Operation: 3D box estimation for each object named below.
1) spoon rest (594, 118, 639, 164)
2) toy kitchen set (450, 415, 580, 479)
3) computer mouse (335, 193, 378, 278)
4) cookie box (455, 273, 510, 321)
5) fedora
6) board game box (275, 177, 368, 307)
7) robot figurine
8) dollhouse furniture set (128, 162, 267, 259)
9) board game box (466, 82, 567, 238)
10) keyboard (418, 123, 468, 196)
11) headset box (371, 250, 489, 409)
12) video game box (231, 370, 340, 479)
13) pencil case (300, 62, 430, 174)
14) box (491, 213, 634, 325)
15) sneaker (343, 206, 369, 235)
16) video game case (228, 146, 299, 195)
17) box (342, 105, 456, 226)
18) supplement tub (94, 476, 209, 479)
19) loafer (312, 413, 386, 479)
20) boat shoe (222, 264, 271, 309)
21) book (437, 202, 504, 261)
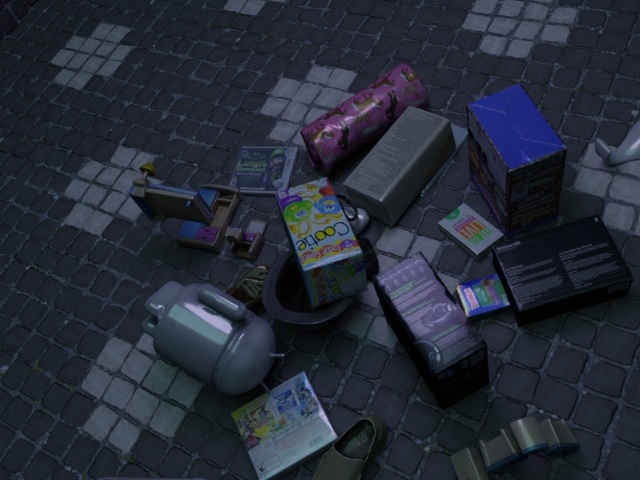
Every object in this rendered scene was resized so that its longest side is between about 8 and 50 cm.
[{"bbox_3d":[0.831,-0.261,1.640,0.276,0.084,0.137,-19,56,-12],"label":"spoon rest"},{"bbox_3d":[0.415,0.467,1.316,0.207,0.166,0.122,-43,48,33],"label":"toy kitchen set"},{"bbox_3d":[0.089,-0.011,1.670,0.071,0.041,0.242,-19,79,-10],"label":"computer mouse"},{"bbox_3d":[0.392,0.140,1.533,0.107,0.040,0.091,-18,57,6],"label":"cookie box"},{"bbox_3d":[-0.015,0.133,1.602,0.244,0.124,0.275,0,48,13],"label":"fedora"},{"bbox_3d":[0.000,0.000,1.536,0.142,0.144,0.275,-17,47,-5],"label":"board game box"},{"bbox_3d":[-0.254,0.235,1.518,0.353,0.300,0.200,27,42,12],"label":"robot figurine"},{"bbox_3d":[-0.314,-0.122,1.740,0.286,0.303,0.198,9,64,21],"label":"dollhouse furniture set"},{"bbox_3d":[0.474,-0.190,1.559,0.141,0.291,0.232,-21,57,2],"label":"board game box"},{"bbox_3d":[0.330,-0.231,1.796,0.072,0.014,0.256,27,70,34],"label":"keyboard"},{"bbox_3d":[0.243,0.196,1.418,0.131,0.246,0.283,-29,57,-3],"label":"headset box"},{"bbox_3d":[-0.083,0.438,1.485,0.205,0.048,0.187,-29,58,-3],"label":"video game box"},{"bbox_3d":[0.124,-0.350,1.833,0.386,0.167,0.160,-34,39,-5],"label":"pencil case"},{"bbox_3d":[0.560,0.070,1.490,0.261,0.103,0.184,-17,59,6],"label":"box"},{"bbox_3d":[0.014,-0.063,1.721,0.232,0.115,0.090,-4,59,14],"label":"sneaker"},{"bbox_3d":[-0.174,-0.212,1.923,0.190,0.022,0.173,3,60,18],"label":"video game case"},{"bbox_3d":[0.220,-0.206,1.736,0.148,0.121,0.311,31,73,36],"label":"box"},{"bbox_3d":[-0.339,0.624,1.330,0.331,0.241,0.241,-5,59,14],"label":"supplement tub"},{"bbox_3d":[0.048,0.491,1.388,0.102,0.092,0.268,23,68,27],"label":"loafer"},{"bbox_3d":[-0.231,0.175,1.677,0.285,0.089,0.104,-35,82,-3],"label":"boat shoe"},{"bbox_3d":[0.389,-0.024,1.642,0.096,0.035,0.144,-37,55,-12],"label":"book"}]
